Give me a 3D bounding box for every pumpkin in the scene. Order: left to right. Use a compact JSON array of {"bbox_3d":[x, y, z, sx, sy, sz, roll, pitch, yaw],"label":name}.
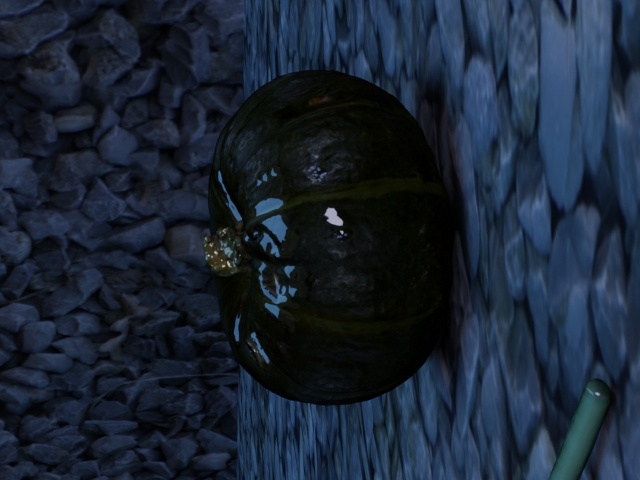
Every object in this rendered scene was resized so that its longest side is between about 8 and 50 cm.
[{"bbox_3d":[0.000,0.000,1.173,0.224,0.157,0.223,173,90,-73],"label":"pumpkin"}]

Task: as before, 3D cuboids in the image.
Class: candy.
[{"bbox_3d":[0.096,0.167,0.890,0.091,0.083,0.305,-76,0,-48],"label":"candy"}]
